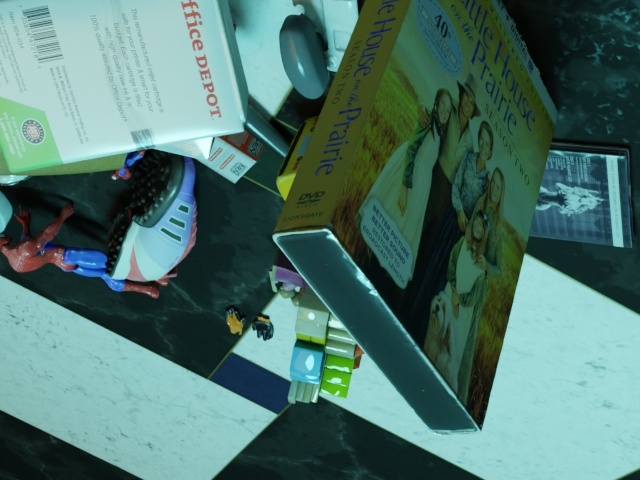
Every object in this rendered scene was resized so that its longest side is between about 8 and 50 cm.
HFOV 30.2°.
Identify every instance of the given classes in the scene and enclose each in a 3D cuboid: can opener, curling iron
[{"bbox_3d":[-0.007,-0.265,1.230,0.076,0.095,0.283,11,146,16],"label":"can opener"},{"bbox_3d":[-0.113,-0.168,1.493,0.274,0.035,0.068,35,158,-21],"label":"curling iron"}]

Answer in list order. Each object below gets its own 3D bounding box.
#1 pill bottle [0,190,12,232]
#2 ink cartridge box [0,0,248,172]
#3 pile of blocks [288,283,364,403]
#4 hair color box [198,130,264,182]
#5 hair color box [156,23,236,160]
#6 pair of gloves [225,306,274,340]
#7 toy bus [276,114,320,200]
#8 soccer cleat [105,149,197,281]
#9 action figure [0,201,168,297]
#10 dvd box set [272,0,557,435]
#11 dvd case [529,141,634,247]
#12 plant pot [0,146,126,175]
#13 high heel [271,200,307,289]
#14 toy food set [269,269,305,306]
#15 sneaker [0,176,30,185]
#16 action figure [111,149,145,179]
[{"bbox_3d":[-0.606,0.033,1.853,0.162,0.278,0.162,15,146,11],"label":"pill bottle"},{"bbox_3d":[-0.230,-0.205,1.298,0.273,0.115,0.198,-10,119,5],"label":"ink cartridge box"},{"bbox_3d":[0.022,0.167,1.714,0.112,0.149,0.362,12,165,4],"label":"pile of blocks"},{"bbox_3d":[-0.149,-0.140,1.544,0.141,0.043,0.072,33,146,-14],"label":"hair color box"},{"bbox_3d":[-0.161,-0.185,1.418,0.093,0.053,0.167,13,128,-4],"label":"hair color box"},{"bbox_3d":[-0.117,0.137,1.953,0.083,0.010,0.074,12,144,12],"label":"pair of gloves"},{"bbox_3d":[0.077,-0.016,1.527,0.130,0.108,0.333,-11,134,38],"label":"toy bus"},{"bbox_3d":[-0.221,-0.033,1.709,0.116,0.108,0.318,8,148,-22],"label":"soccer cleat"},{"bbox_3d":[-0.381,-0.001,1.861,0.280,0.139,0.091,10,149,-22],"label":"action figure"},{"bbox_3d":[0.114,-0.072,1.134,0.062,0.420,0.307,-7,136,33],"label":"dvd box set"},{"bbox_3d":[0.263,-0.061,1.431,0.221,0.018,0.164,8,143,24],"label":"dvd case"},{"bbox_3d":[-0.359,-0.177,1.483,0.254,0.237,0.237,13,149,-11],"label":"plant pot"},{"bbox_3d":[0.000,0.000,1.630,0.117,0.082,0.244,11,142,-2],"label":"high heel"},{"bbox_3d":[-0.021,0.082,1.806,0.122,0.019,0.078,13,146,15],"label":"toy food set"},{"bbox_3d":[-0.524,-0.169,1.703,0.271,0.100,0.108,16,122,16],"label":"sneaker"},{"bbox_3d":[-0.273,-0.114,1.666,0.038,0.030,0.115,60,148,9],"label":"action figure"}]
